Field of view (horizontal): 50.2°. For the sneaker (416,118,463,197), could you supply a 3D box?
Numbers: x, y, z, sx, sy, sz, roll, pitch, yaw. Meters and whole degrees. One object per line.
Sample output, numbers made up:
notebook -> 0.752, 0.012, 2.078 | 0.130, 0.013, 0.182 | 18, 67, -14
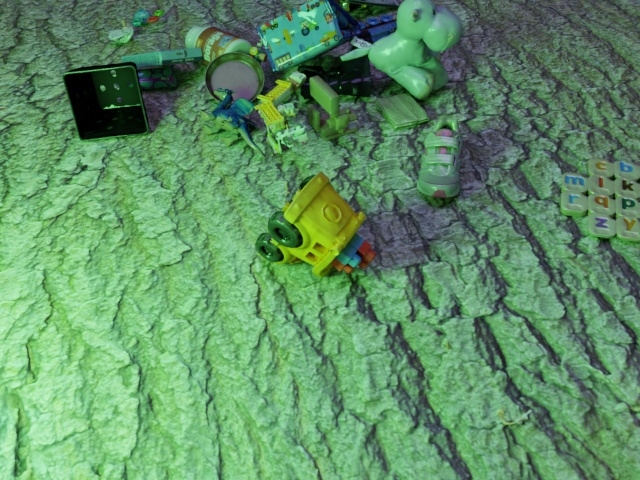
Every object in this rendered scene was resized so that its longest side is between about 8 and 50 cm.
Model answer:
sneaker -> 0.281, -0.198, 1.601 | 0.103, 0.111, 0.252 | 3, 43, 8

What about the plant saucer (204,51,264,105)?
plant saucer -> -0.244, -0.454, 1.945 | 0.168, 0.029, 0.168 | 1, 75, -4

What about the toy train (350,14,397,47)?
toy train -> 0.177, -0.642, 2.128 | 0.184, 0.080, 0.105 | -21, 50, -17

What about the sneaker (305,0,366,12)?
sneaker -> 0.059, -0.819, 2.325 | 0.225, 0.088, 0.093 | -13, 44, -9

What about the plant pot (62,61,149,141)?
plant pot -> -0.567, -0.397, 1.861 | 0.188, 0.187, 0.167 | -7, 30, -1

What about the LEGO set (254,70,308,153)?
LEGO set -> -0.096, -0.322, 1.772 | 0.132, 0.107, 0.287 | -6, 43, 4

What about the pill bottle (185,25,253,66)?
pill bottle -> -0.308, -0.575, 2.066 | 0.216, 0.121, 0.121 | 31, 53, 34

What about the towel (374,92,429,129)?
towel -> 0.219, -0.351, 1.838 | 0.110, 0.027, 0.148 | -16, 43, -13

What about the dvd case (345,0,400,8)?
dvd case -> 0.151, -0.852, 2.318 | 0.221, 0.018, 0.165 | -5, 54, -31

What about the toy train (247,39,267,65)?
toy train -> -0.152, -0.549, 2.031 | 0.046, 0.125, 0.166 | 23, 56, 22

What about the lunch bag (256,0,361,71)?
lunch bag -> -0.012, -0.580, 1.972 | 0.221, 0.138, 0.293 | -20, 2, 21

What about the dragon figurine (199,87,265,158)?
dragon figurine -> -0.217, -0.321, 1.803 | 0.289, 0.085, 0.144 | 28, 52, 33

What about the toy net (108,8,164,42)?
toy net -> -0.623, -0.719, 2.314 | 0.122, 0.045, 0.232 | 13, 47, 17

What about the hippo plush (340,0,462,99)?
hippo plush -> 0.257, -0.562, 1.851 | 0.294, 0.236, 0.234 | 28, 45, -3

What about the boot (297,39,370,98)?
boot -> 0.038, -0.494, 1.962 | 0.207, 0.094, 0.246 | 0, 47, 1

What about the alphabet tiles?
alphabet tiles -> 0.679, -0.088, 1.511 | 0.284, 0.021, 0.278 | 8, 44, 14

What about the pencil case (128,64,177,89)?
pencil case -> -0.502, -0.477, 2.017 | 0.151, 0.065, 0.070 | -6, 17, -1

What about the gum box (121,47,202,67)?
gum box -> -0.470, -0.539, 2.026 | 0.184, 0.041, 0.157 | 7, 20, 39

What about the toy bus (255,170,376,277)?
toy bus -> 0.000, 0.000, 1.383 | 0.211, 0.220, 0.149 | 38, 57, -3

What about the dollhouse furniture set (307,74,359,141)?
dollhouse furniture set -> 0.049, -0.351, 1.763 | 0.123, 0.151, 0.144 | -21, 46, -18
